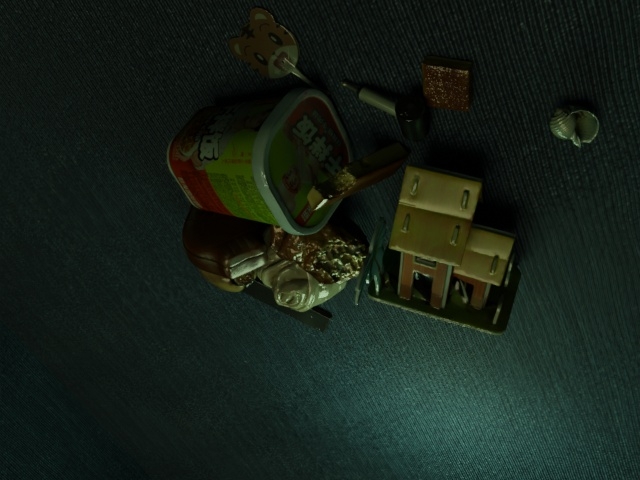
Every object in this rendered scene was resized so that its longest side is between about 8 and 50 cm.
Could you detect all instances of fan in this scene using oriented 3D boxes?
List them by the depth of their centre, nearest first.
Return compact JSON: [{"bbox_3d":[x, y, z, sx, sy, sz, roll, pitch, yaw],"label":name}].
[{"bbox_3d":[-0.074,-0.358,1.542,0.227,0.008,0.152,38,142,-10],"label":"fan"}]

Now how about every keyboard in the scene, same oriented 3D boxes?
[{"bbox_3d":[-0.114,0.165,2.156,0.310,0.018,0.101,26,144,4],"label":"keyboard"}]

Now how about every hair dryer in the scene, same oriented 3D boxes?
[{"bbox_3d":[0.121,-0.265,1.489,0.198,0.057,0.100,32,170,20],"label":"hair dryer"}]

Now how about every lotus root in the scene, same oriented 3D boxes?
[{"bbox_3d":[-0.232,0.049,1.962,0.140,0.154,0.257,44,174,-25],"label":"lotus root"}]

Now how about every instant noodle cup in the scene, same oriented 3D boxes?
[{"bbox_3d":[-0.136,-0.168,1.614,0.308,0.294,0.294,6,137,38],"label":"instant noodle cup"}]

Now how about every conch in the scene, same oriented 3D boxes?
[{"bbox_3d":[0.443,-0.207,1.347,0.076,0.056,0.085,-32,135,28],"label":"conch"}]

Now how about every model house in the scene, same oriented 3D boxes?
[{"bbox_3d":[0.244,0.030,1.519,0.300,0.340,0.323,15,136,15],"label":"model house"}]

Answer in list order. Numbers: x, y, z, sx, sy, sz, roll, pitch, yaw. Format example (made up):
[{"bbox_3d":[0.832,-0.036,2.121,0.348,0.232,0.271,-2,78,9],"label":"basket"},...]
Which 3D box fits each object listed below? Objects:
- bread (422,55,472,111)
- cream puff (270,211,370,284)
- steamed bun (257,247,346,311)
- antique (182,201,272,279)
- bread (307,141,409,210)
[{"bbox_3d":[0.232,-0.287,1.406,0.090,0.035,0.094,12,140,22],"label":"bread"},{"bbox_3d":[0.000,0.000,1.752,0.269,0.241,0.155,37,100,-11],"label":"cream puff"},{"bbox_3d":[-0.069,0.096,1.945,0.211,0.144,0.218,-12,126,42],"label":"steamed bun"},{"bbox_3d":[-0.221,-0.019,1.830,0.278,0.223,0.129,48,158,40],"label":"antique"},{"bbox_3d":[0.074,-0.130,1.539,0.049,0.226,0.088,57,144,9],"label":"bread"}]
